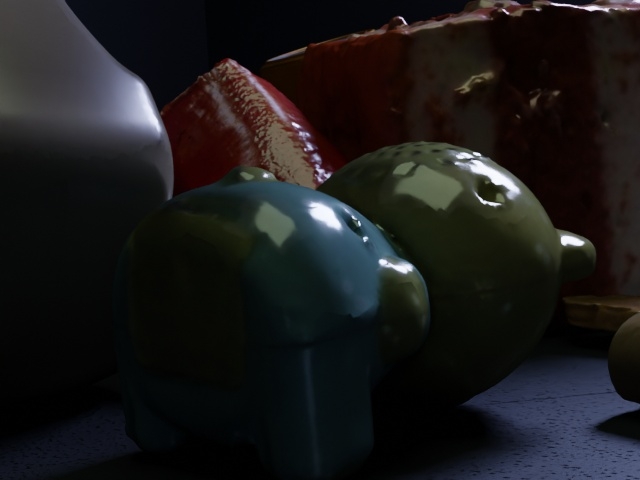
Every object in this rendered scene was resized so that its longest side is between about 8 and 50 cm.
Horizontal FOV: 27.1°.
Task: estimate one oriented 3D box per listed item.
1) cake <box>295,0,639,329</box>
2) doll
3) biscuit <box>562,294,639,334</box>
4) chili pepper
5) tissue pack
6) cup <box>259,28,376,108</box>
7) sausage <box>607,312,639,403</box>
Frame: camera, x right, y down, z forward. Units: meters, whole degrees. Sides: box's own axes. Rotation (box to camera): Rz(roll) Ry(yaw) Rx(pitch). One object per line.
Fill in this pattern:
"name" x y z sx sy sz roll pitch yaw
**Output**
"cake" 0.157 -0.067 1.139 0.320 0.270 0.269 -7 6 -17
"doll" 0.022 0.029 0.760 0.261 0.161 0.177 -12 8 -43
"biscuit" 0.296 0.057 0.950 0.250 0.035 0.162 0 8 30
"chili pepper" -0.016 0.003 0.979 0.131 0.134 0.338 44 7 -42
"tissue pack" -0.288 -0.071 0.902 0.277 0.267 0.387 -1 39 -31
"cup" 0.015 -0.064 1.342 0.226 0.264 0.182 -14 10 16
"sausage" 0.254 0.075 0.645 0.066 0.065 0.301 -6 7 -26
